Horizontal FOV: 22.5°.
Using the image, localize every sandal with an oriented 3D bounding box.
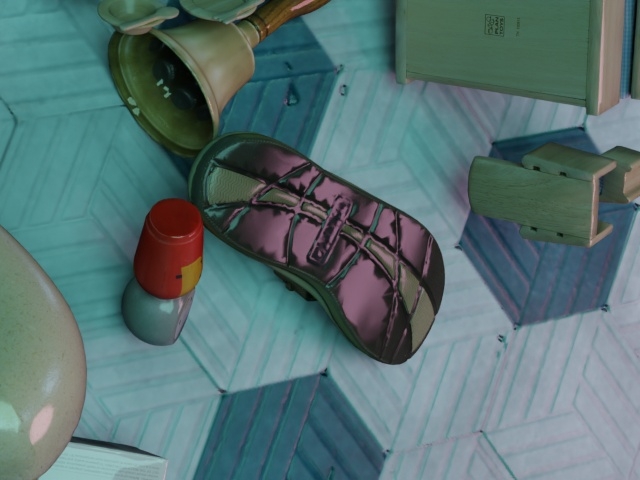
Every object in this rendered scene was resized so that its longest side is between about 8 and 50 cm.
[{"bbox_3d":[0.000,-0.002,1.383,0.303,0.086,0.120,39,78,-33],"label":"sandal"}]

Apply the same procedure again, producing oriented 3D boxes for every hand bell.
[{"bbox_3d":[-0.052,-0.185,1.382,0.242,0.126,0.126,-39,103,-31],"label":"hand bell"}]

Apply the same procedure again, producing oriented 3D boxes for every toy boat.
[{"bbox_3d":[-0.230,0.068,1.258,0.318,0.148,0.267,-20,58,-26],"label":"toy boat"}]

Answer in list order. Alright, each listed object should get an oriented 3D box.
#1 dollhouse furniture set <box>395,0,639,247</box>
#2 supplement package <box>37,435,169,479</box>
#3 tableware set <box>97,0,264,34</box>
[{"bbox_3d":[0.233,-0.187,1.501,0.303,0.198,0.286,-29,125,-50],"label":"dollhouse furniture set"},{"bbox_3d":[-0.200,0.251,1.296,0.105,0.105,0.179,12,84,-21],"label":"supplement package"},{"bbox_3d":[-0.140,-0.210,1.317,0.141,0.169,0.020,-23,135,-34],"label":"tableware set"}]
